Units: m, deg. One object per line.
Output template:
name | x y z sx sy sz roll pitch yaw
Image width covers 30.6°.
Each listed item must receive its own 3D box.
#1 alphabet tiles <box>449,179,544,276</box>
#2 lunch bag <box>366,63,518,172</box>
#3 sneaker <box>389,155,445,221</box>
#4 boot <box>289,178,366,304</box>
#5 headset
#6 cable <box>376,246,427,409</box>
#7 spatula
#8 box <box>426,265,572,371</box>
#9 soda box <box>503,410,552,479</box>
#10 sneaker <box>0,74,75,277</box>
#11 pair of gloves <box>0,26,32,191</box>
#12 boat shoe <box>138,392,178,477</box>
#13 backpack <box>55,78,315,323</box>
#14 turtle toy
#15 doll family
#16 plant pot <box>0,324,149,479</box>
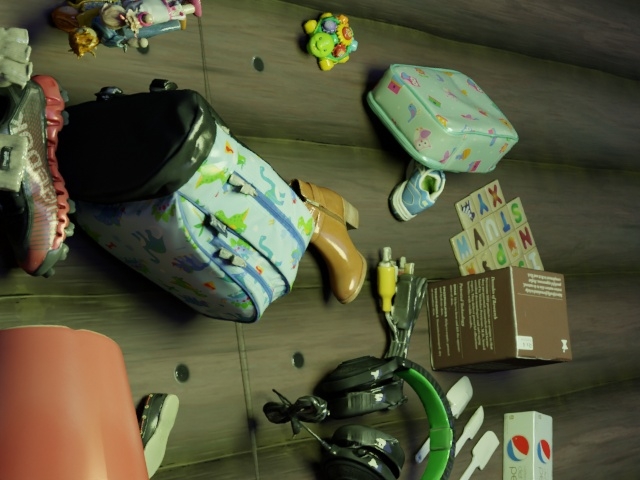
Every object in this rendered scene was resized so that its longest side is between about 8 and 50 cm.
alphabet tiles | 0.375 0.058 2.392 0.285 0.011 0.342 -28 101 -49
lunch bag | 0.228 -0.231 2.184 0.279 0.108 0.224 -2 45 -51
sneaker | 0.204 -0.119 2.196 0.080 0.081 0.211 48 45 -26
boot | 0.000 0.000 1.946 0.152 0.073 0.197 27 48 -43
headset | 0.084 0.294 1.865 0.394 0.185 0.243 15 67 -36
cable | 0.130 0.158 2.080 0.139 0.072 0.287 24 74 -61
spatula | 0.249 0.380 2.160 0.242 0.019 0.168 -43 117 -44
box | 0.328 0.151 2.160 0.168 0.203 0.167 10 72 -43
soda box | 0.402 0.444 2.266 0.069 0.074 0.216 22 63 -43
sneaker | -0.394 -0.088 1.507 0.135 0.098 0.276 7 73 -47
pair of gloves | -0.460 -0.170 1.435 0.204 0.042 0.240 1 71 -12
boat shoe | -0.238 0.274 1.625 0.049 0.042 0.133 64 36 -53
backpack | -0.171 -0.040 1.634 0.355 0.290 0.273 24 70 -50
turtle toy | 0.017 -0.353 2.064 0.130 0.066 0.095 -35 106 -47
doll family | -0.284 -0.310 1.630 0.163 0.263 0.118 -18 128 -25
plant pot | -0.330 0.246 1.380 0.275 0.275 0.243 22 53 -43
